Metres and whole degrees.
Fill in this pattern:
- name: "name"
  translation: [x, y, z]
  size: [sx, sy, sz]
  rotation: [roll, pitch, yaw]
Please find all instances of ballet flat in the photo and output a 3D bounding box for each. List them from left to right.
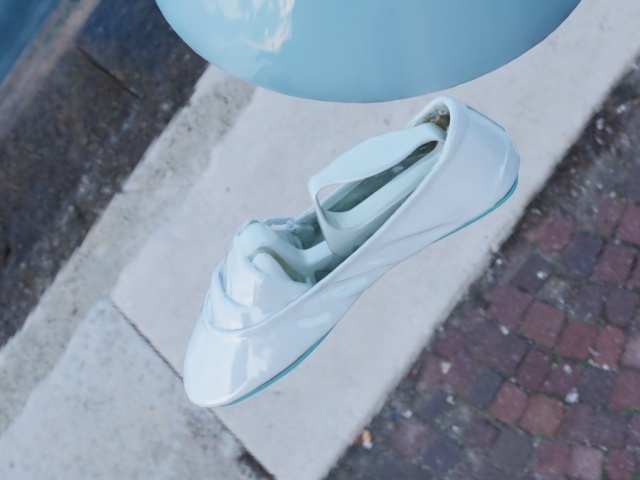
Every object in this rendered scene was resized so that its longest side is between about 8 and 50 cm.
- name: "ballet flat"
  translation: [0.000, 0.000, 1.096]
  size: [0.400, 0.139, 0.139]
  rotation: [-37, 49, 9]

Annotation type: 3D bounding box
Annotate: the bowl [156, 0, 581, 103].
- name: "bowl"
  translation: [0.027, -0.256, 0.715]
  size: [0.311, 0.163, 0.312]
  rotation: [-3, 58, 5]
